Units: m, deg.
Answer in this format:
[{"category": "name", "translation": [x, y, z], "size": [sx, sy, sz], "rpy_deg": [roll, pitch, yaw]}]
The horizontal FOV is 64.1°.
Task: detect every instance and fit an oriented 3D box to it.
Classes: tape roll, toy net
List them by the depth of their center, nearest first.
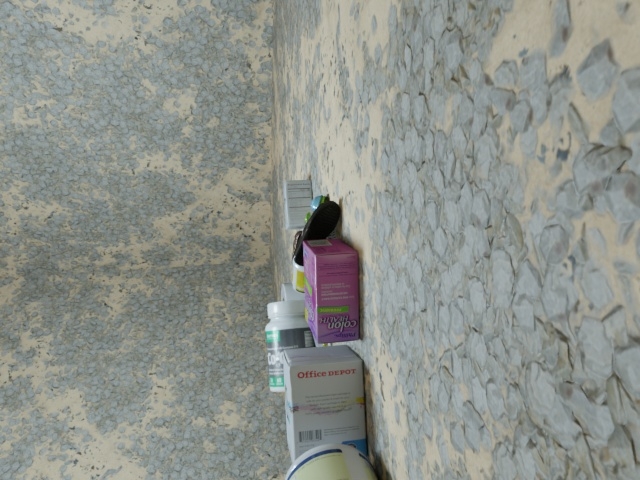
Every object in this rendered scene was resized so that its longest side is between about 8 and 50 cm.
[{"category": "toy net", "translation": [-0.014, -0.052, 1.728], "size": [0.232, 0.045, 0.122], "rpy_deg": [88, -164, -59]}, {"category": "tape roll", "translation": [-0.123, 0.340, 2.408], "size": [0.286, 0.100, 0.286], "rpy_deg": [176, 90, -80]}]

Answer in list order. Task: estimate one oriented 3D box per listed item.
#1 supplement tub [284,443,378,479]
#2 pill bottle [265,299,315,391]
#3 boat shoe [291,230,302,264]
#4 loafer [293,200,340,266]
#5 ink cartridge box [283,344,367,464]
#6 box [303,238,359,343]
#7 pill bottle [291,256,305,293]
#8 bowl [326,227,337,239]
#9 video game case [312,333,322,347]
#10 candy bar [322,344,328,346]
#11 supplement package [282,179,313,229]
[{"category": "supplement tub", "translation": [0.047, 0.640, 1.127], "size": [0.325, 0.235, 0.235], "rpy_deg": [-124, 31, -72]}, {"category": "pill bottle", "translation": [-0.125, 0.439, 2.142], "size": [0.204, 0.204, 0.361], "rpy_deg": [126, 139, -75]}, {"category": "boat shoe", "translation": [-0.085, 0.062, 2.161], "size": [0.073, 0.073, 0.207], "rpy_deg": [-141, 48, -79]}, {"category": "loafer", "translation": [-0.022, -0.030, 1.528], "size": [0.220, 0.080, 0.078], "rpy_deg": [-57, 24, 14]}, {"category": "ink cartridge box", "translation": [0.006, 0.444, 1.407], "size": [0.197, 0.198, 0.270], "rpy_deg": [-176, 83, -81]}, {"category": "box", "translation": [0.026, 0.132, 1.419], "size": [0.213, 0.117, 0.243], "rpy_deg": [-135, 42, -75]}, {"category": "pill bottle", "translation": [-0.054, 0.105, 1.909], "size": [0.103, 0.103, 0.184], "rpy_deg": [-104, 15, -48]}, {"category": "bowl", "translation": [0.000, 0.000, 1.630], "size": [0.170, 0.080, 0.170], "rpy_deg": [177, 90, -81]}, {"category": "video game case", "translation": [-0.003, 0.328, 1.931], "size": [0.212, 0.023, 0.193], "rpy_deg": [-112, 21, -63]}, {"category": "candy bar", "translation": [0.020, 0.372, 1.764], "size": [0.040, 0.018, 0.161], "rpy_deg": [98, 156, -60]}, {"category": "supplement package", "translation": [-0.088, -0.140, 2.013], "size": [0.105, 0.105, 0.179], "rpy_deg": [137, 129, -78]}]
